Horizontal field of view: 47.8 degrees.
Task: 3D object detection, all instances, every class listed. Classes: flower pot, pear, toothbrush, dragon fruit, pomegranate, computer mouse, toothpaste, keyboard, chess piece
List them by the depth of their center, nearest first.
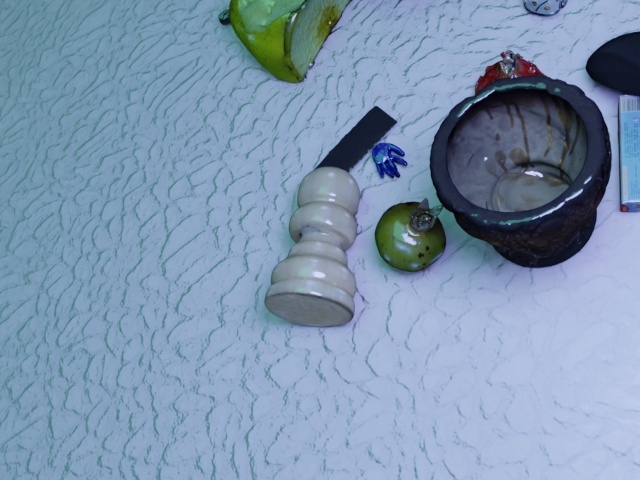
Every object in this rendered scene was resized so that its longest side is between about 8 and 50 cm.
[{"bbox_3d":[0.335,-0.089,1.167,0.266,0.267,0.267,-9,65,21],"label":"flower pot"},{"bbox_3d":[0.566,-0.298,1.207,0.137,0.086,0.269,-24,36,-22],"label":"computer mouse"},{"bbox_3d":[0.529,-0.144,1.223,0.044,0.070,0.194,0,75,20],"label":"toothpaste"},{"bbox_3d":[0.159,-0.020,1.288,0.129,0.159,0.129,-3,45,3],"label":"pomegranate"},{"bbox_3d":[0.346,-0.289,1.346,0.153,0.111,0.153,-13,61,24],"label":"dragon fruit"},{"bbox_3d":[0.000,0.000,1.370,0.166,0.167,0.300,-4,60,24],"label":"chess piece"},{"bbox_3d":[0.070,-0.191,1.492,0.196,0.015,0.074,-47,60,1],"label":"keyboard"},{"bbox_3d":[-0.091,-0.529,1.639,0.292,0.159,0.293,-12,62,24],"label":"pear"},{"bbox_3d":[-0.122,-0.611,1.766,0.297,0.030,0.030,-26,85,11],"label":"toothbrush"}]

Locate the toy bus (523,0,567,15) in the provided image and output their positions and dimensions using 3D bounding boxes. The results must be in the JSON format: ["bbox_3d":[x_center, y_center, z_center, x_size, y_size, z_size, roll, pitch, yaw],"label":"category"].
[{"bbox_3d":[0.469,-0.537,1.409,0.087,0.089,0.194,34,86,33],"label":"toy bus"}]

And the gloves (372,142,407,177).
[{"bbox_3d":[0.138,-0.161,1.437,0.064,0.026,0.086,-27,58,10],"label":"gloves"}]
